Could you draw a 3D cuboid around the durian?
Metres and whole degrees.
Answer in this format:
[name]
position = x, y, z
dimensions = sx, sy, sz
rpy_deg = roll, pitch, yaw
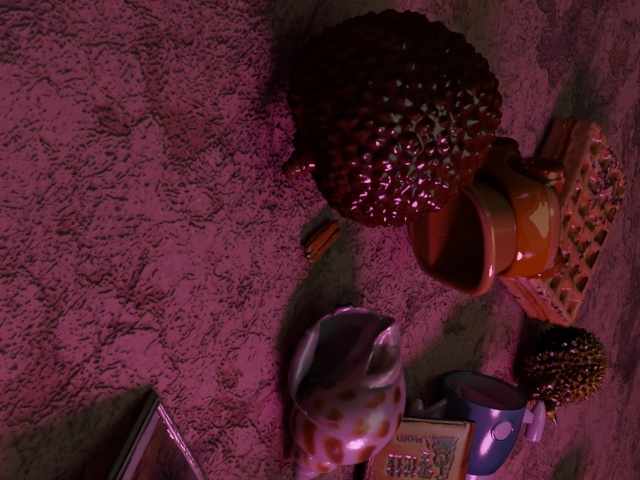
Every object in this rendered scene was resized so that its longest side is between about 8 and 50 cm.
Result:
[durian]
position = 0.493, 0.261, 1.657
dimensions = 0.237, 0.193, 0.138
rpy_deg = -51, 130, -53

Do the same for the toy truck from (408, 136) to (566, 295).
[toy truck]
position = 0.270, -0.041, 1.283
dimensions = 0.211, 0.288, 0.204
rpy_deg = -12, 114, -19

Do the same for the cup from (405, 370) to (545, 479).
[cup]
position = 0.285, 0.353, 1.475
dimensions = 0.299, 0.167, 0.173
rpy_deg = 5, 104, -21

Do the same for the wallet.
[wallet]
position = 0.162, 0.378, 1.356
dimensions = 0.195, 0.042, 0.161
rpy_deg = 8, 96, -12

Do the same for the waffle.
[waffle]
position = 0.495, -0.040, 1.636
dimensions = 0.261, 0.114, 0.376
rpy_deg = 40, 70, -43

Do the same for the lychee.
[lychee]
position = 0.087, -0.155, 1.031
dimensions = 0.304, 0.276, 0.276
rpy_deg = -26, 123, -8

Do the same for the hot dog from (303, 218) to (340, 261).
[hot dog]
position = 0.000, 0.000, 1.165
dimensions = 0.083, 0.021, 0.037
rpy_deg = -41, 138, -34

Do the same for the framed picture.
[framed picture]
position = -0.206, 0.349, 0.947
dimensions = 0.274, 0.017, 0.217
rpy_deg = -71, 149, -49

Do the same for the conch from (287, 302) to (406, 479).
[conch]
position = 0.031, 0.235, 1.167
dimensions = 0.275, 0.182, 0.149
rpy_deg = -59, 167, -11
